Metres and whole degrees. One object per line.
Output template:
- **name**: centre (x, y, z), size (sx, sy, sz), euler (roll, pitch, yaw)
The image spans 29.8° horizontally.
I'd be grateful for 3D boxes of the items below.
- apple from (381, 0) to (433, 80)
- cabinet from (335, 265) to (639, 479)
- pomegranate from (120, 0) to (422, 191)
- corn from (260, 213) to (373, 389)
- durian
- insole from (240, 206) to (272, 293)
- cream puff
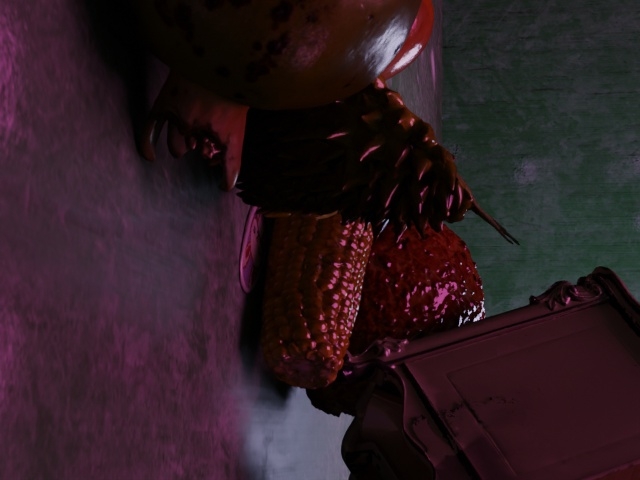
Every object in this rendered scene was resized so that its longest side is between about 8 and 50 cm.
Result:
- **apple**: centre (0.024, -0.245, 1.141), size (0.209, 0.164, 0.209), euler (-3, 90, -80)
- **cabinet**: centre (0.185, 0.230, 1.184), size (0.227, 0.318, 0.290), euler (-123, -154, -42)
- **pomegranate**: centre (-0.031, -0.150, 0.771), size (0.198, 0.198, 0.246), euler (-73, 163, -59)
- **corn**: centre (0.000, 0.000, 1.153), size (0.101, 0.101, 0.310), euler (78, 21, -46)
- **durian**: centre (0.017, -0.095, 0.968), size (0.355, 0.169, 0.157), euler (-138, -126, -67)
- **insole**: centre (-0.055, -0.021, 1.138), size (0.197, 0.004, 0.065), euler (-77, 163, -51)
- **cream puff**: centre (0.079, 0.091, 1.284), size (0.164, 0.240, 0.240), euler (47, -13, 29)
